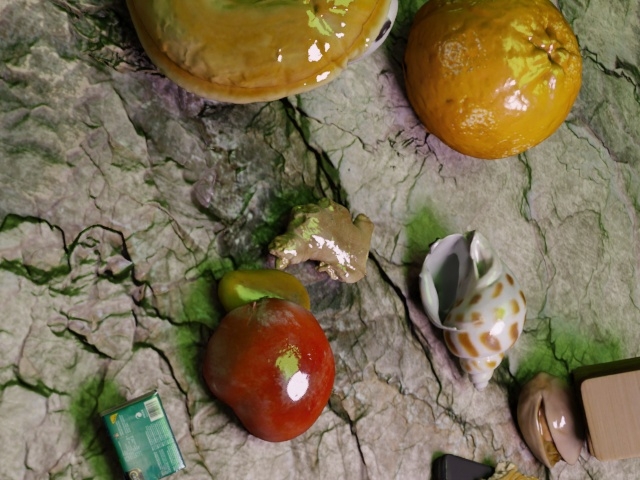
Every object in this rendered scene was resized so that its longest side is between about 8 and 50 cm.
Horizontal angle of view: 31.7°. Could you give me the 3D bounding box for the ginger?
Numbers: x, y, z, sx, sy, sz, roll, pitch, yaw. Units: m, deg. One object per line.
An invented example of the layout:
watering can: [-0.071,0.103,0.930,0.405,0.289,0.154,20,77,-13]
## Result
ginger: [0.001,-0.004,1.856,0.213,0.074,0.137,12,69,-34]

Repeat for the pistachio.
pistachio: [0.435,0.339,2.124,0.124,0.124,0.184,-25,106,-44]

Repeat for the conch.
conch: [0.275,0.126,2.015,0.149,0.183,0.274,43,44,-70]

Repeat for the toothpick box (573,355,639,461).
toothpick box: [0.580,0.319,2.125,0.308,0.190,0.187,18,62,-74]

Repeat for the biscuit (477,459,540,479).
biscuit: [0.374,0.473,2.030,0.229,0.031,0.176,-7,77,-48]

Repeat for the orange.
orange: [0.325,-0.322,2.091,0.341,0.293,0.340,7,79,-38]

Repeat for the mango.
mango: [-0.090,0.090,1.738,0.161,0.076,0.103,18,71,-35]

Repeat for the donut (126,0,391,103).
donut: [-0.104,-0.426,1.711,0.449,0.198,0.448,0,85,-1]

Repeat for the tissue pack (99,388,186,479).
tissue pack: [-0.244,0.270,1.543,0.085,0.079,0.111,-22,93,-13]

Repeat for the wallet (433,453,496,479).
wallet: [0.290,0.468,2.000,0.250,0.044,0.149,22,58,-37]

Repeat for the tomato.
tomato: [-0.052,0.194,1.670,0.228,0.112,0.199,46,75,-28]

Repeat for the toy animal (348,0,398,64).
toy animal: [0.023,-0.424,1.918,0.213,0.213,0.266,0,80,-43]
